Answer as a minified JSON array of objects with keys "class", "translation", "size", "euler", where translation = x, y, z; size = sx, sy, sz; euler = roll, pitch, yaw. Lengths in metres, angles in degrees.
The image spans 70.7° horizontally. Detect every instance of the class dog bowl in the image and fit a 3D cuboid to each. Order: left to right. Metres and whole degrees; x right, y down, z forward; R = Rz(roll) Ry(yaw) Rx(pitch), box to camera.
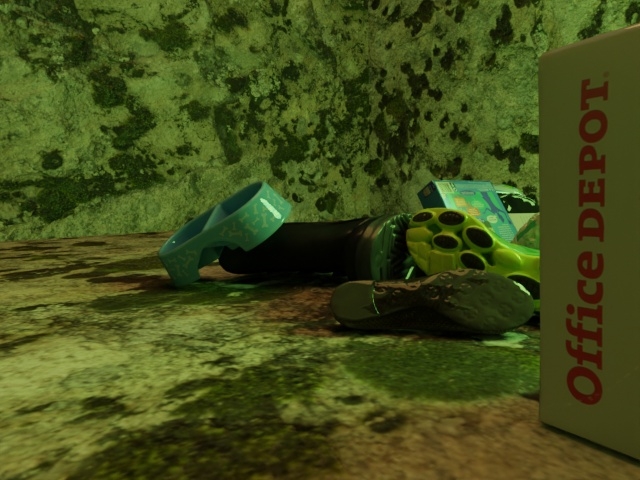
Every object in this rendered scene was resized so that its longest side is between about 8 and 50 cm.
[{"class":"dog bowl","translation":[-0.200,-0.019,0.906],"size":[0.297,0.074,0.166],"euler":[-28,24,16]}]

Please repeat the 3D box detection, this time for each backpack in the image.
[{"class":"backpack","translation":[0.470,-0.074,1.415],"size":[0.290,0.273,0.355],"euler":[-8,-7,-2]}]

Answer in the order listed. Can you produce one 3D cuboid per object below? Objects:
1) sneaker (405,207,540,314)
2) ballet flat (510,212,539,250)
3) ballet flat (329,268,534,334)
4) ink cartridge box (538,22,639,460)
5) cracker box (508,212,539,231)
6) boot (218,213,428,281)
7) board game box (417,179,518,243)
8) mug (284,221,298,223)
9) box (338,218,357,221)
[{"class":"sneaker","translation":[0.258,0.045,0.648],"size":[0.296,0.109,0.123],"euler":[25,-3,22]},{"class":"ballet flat","translation":[0.508,0.013,0.677],"size":[0.409,0.146,0.147],"euler":[3,6,6]},{"class":"ballet flat","translation":[0.136,0.085,0.577],"size":[0.250,0.084,0.058],"euler":[-3,-30,7]},{"class":"ink cartridge box","translation":[0.323,0.007,0.215],"size":[0.161,0.279,0.385],"euler":[-6,6,-35]},{"class":"cracker box","translation":[0.458,0.011,0.923],"size":[0.233,0.067,0.155],"euler":[0,36,10]},{"class":"boot","translation":[-0.022,0.017,0.875],"size":[0.446,0.146,0.367],"euler":[3,4,30]},{"class":"board game box","translation":[0.276,-0.006,0.780],"size":[0.160,0.210,0.047],"euler":[-4,-27,-33]},{"class":"mug","translation":[-0.112,-0.007,1.417],"size":[0.130,0.097,0.158],"euler":[3,6,40]},{"class":"box","translation":[0.191,0.003,1.145],"size":[0.243,0.117,0.213],"euler":[-3,6,-16]}]
